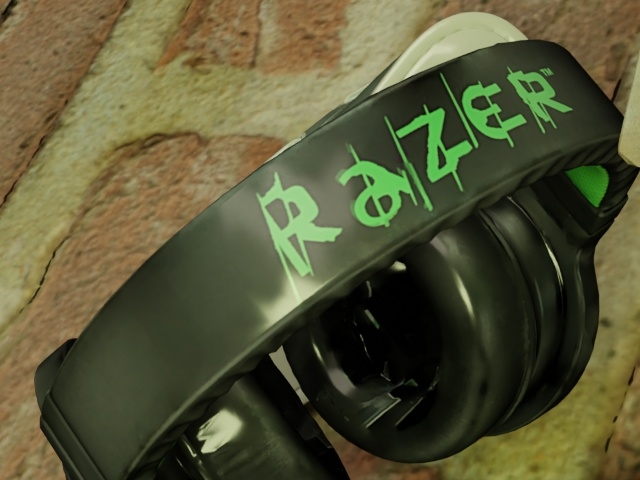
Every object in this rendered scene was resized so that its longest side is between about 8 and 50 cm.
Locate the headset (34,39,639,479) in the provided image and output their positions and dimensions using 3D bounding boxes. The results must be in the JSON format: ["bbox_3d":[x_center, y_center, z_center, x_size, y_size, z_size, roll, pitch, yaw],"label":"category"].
[{"bbox_3d":[-0.018,0.036,0.666,0.243,0.394,0.185,-29,71,-25],"label":"headset"}]

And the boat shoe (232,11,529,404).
[{"bbox_3d":[0.000,0.000,0.908,0.319,0.116,0.099,-46,3,-3],"label":"boat shoe"}]

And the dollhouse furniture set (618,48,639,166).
[{"bbox_3d":[0.185,0.077,0.620,0.174,0.355,0.303,16,30,14],"label":"dollhouse furniture set"}]
